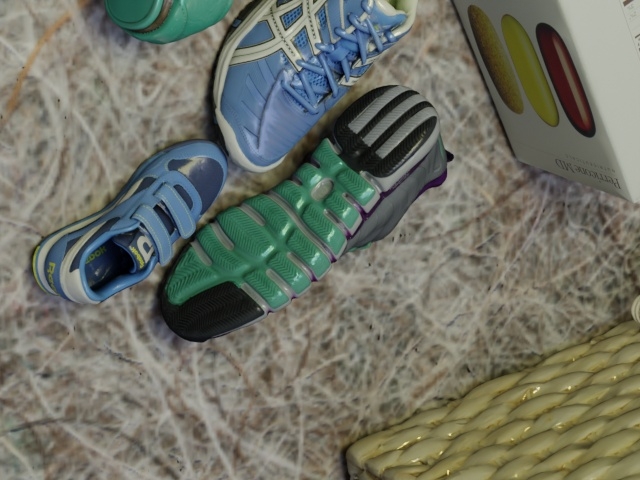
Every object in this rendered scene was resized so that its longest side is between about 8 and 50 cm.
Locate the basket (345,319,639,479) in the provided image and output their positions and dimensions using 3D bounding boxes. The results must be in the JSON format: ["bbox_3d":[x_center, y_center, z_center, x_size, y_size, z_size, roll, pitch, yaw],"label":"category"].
[{"bbox_3d":[0.227,0.245,1.220,0.331,0.328,0.266,-21,111,-22],"label":"basket"}]

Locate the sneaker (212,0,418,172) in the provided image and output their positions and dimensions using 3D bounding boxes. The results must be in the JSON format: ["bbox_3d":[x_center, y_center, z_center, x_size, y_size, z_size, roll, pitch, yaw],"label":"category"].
[{"bbox_3d":[0.005,-0.136,1.113,0.080,0.081,0.211,31,88,-33],"label":"sneaker"}]

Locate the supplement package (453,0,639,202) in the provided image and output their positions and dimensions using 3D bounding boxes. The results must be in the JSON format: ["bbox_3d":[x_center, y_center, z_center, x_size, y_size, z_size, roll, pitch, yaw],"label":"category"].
[{"bbox_3d":[0.179,-0.170,1.167,0.134,0.139,0.244,-35,119,-17],"label":"supplement package"}]

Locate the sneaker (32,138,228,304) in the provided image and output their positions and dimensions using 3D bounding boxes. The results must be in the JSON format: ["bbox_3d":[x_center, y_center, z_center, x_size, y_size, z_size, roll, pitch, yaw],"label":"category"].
[{"bbox_3d":[-0.110,-0.008,1.102,0.144,0.059,0.053,-41,119,-15],"label":"sneaker"}]

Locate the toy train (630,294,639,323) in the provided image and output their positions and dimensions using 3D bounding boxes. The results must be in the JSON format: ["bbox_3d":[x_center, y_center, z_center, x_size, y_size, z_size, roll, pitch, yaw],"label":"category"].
[{"bbox_3d":[0.265,-0.023,1.298,0.125,0.046,0.166,-9,104,11],"label":"toy train"}]

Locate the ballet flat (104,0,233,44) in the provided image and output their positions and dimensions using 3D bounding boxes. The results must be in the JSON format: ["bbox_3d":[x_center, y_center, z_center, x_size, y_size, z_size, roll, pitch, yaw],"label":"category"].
[{"bbox_3d":[-0.072,-0.240,1.050,0.087,0.083,0.247,-6,110,-54],"label":"ballet flat"}]

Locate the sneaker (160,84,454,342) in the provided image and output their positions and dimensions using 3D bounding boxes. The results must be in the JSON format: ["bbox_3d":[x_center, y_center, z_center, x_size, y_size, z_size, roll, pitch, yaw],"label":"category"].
[{"bbox_3d":[0.000,0.000,1.160,0.223,0.083,0.098,-39,149,0],"label":"sneaker"}]
